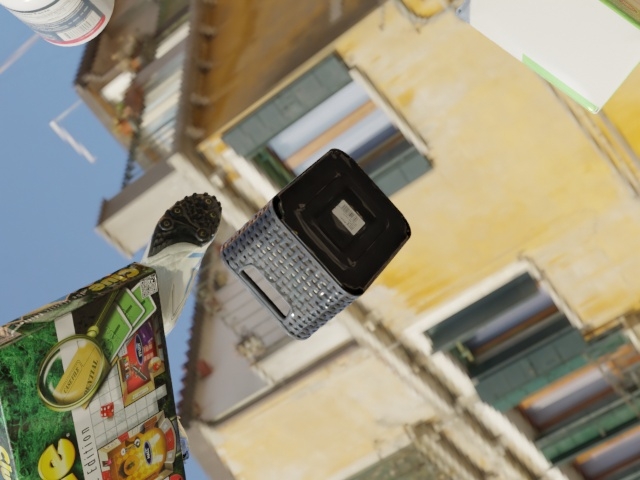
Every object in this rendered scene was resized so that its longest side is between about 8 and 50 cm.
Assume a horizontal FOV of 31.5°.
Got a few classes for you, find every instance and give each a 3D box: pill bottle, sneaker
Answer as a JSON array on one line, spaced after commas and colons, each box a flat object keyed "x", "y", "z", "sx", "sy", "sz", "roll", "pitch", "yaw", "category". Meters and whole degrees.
[{"x": -0.307, "y": -0.292, "z": 1.242, "sx": 0.108, "sy": 0.108, "sz": 0.180, "roll": 64, "pitch": -175, "yaw": 15, "category": "pill bottle"}, {"x": -0.210, "y": 0.038, "z": 1.589, "sx": 0.085, "sy": 0.237, "sz": 0.086, "roll": 25, "pitch": 162, "yaw": 1, "category": "sneaker"}]

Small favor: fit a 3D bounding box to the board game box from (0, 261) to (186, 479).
[{"x": -0.153, "y": 0.157, "z": 0.778, "sx": 0.136, "sy": 0.030, "sz": 0.260, "roll": -28, "pitch": -57, "yaw": -40, "category": "board game box"}]

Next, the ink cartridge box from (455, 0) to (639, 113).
[{"x": 0.293, "y": -0.283, "z": 1.354, "sx": 0.198, "sy": 0.115, "sz": 0.273, "roll": 36, "pitch": -153, "yaw": 1, "category": "ink cartridge box"}]

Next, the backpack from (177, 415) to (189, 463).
[{"x": -0.214, "y": 0.235, "z": 1.353, "sx": 0.114, "sy": 0.105, "sz": 0.084, "roll": 103, "pitch": 145, "yaw": -64, "category": "backpack"}]

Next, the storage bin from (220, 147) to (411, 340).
[{"x": 0.000, "y": 0.000, "z": 1.112, "sx": 0.122, "sy": 0.084, "sz": 0.180, "roll": 48, "pitch": -147, "yaw": -2, "category": "storage bin"}]
